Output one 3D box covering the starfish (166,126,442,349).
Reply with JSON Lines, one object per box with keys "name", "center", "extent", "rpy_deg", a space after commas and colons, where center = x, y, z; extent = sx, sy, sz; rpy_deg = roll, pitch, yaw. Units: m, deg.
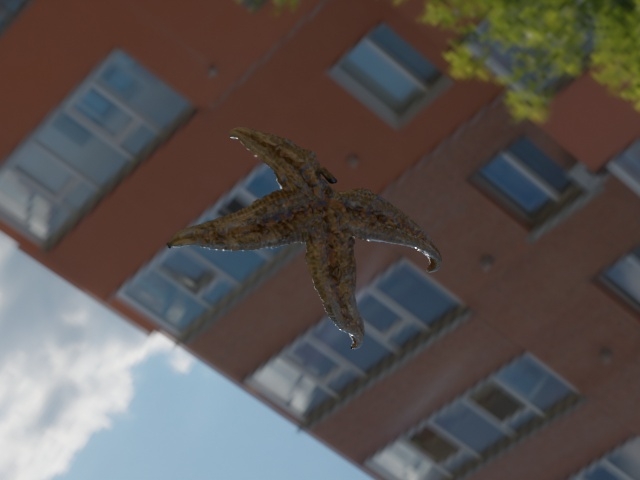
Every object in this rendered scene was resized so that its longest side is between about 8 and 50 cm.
{"name": "starfish", "center": [0.000, 0.001, 1.337], "extent": [0.050, 0.247, 0.138], "rpy_deg": [-12, -129, 64]}
